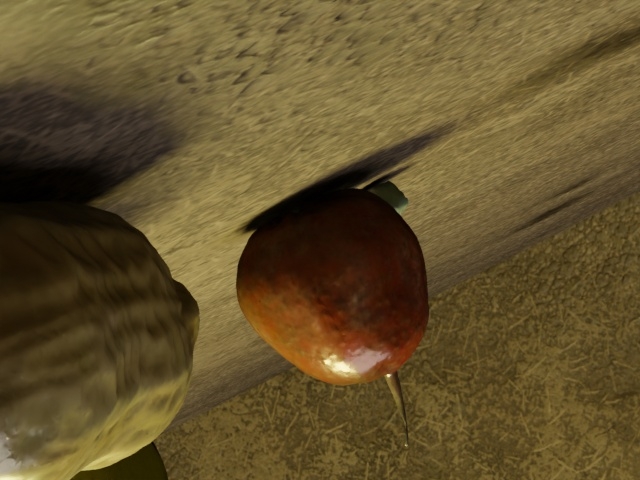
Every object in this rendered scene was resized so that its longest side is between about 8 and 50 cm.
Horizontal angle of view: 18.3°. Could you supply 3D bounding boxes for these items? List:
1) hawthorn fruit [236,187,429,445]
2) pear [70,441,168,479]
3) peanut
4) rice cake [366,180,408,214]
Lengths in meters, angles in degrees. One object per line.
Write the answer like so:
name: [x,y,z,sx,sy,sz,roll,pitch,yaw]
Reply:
hawthorn fruit: [0.029,0.041,1.506,0.149,0.189,0.149,-54,174,-9]
pear: [-0.237,0.190,1.224,0.294,0.294,0.294,-26,174,-3]
peanut: [-0.147,0.053,0.979,0.152,0.152,0.313,-27,177,14]
rice cake: [0.001,0.000,1.667,0.033,0.033,0.208,-34,-178,-41]
